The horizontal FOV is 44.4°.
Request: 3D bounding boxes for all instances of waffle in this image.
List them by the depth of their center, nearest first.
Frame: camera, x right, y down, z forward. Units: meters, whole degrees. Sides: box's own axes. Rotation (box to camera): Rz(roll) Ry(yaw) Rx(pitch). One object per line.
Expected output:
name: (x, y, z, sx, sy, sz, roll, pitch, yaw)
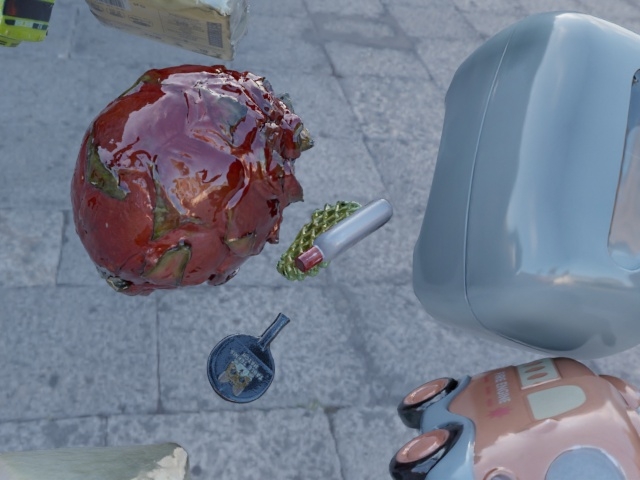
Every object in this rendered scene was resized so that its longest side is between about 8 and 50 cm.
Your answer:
waffle: (0.000, 0.000, 1.384, 0.183, 0.036, 0.169, -52, 24, -15)

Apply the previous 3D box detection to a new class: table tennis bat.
table tennis bat: (-0.150, 0.253, 1.731, 0.150, 0.027, 0.236, 43, 64, -3)

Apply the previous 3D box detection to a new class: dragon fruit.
dragon fruit: (-0.171, -0.077, 0.995, 0.343, 0.277, 0.277, -34, 45, 1)

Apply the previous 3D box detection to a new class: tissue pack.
tissue pack: (0.244, -0.054, 0.785, 0.229, 0.333, 0.236, 18, -13, -25)
tissue pack: (-0.213, -0.338, 1.100, 0.222, 0.090, 0.186, 14, -7, -1)

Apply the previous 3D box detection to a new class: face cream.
face cream: (0.016, -0.003, 0.575, 0.083, 0.040, 0.021, -34, 86, -28)

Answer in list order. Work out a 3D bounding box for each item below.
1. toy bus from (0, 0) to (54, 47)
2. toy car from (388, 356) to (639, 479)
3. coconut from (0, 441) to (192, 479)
toy bus: (-0.533, -0.377, 1.171, 0.262, 0.150, 0.128, 13, 11, 16)
toy car: (0.194, 0.198, 0.670, 0.212, 0.180, 0.270, -28, 3, 12)
coconut: (-0.240, 0.340, 0.781, 0.329, 0.328, 0.328, 7, 36, -5)
